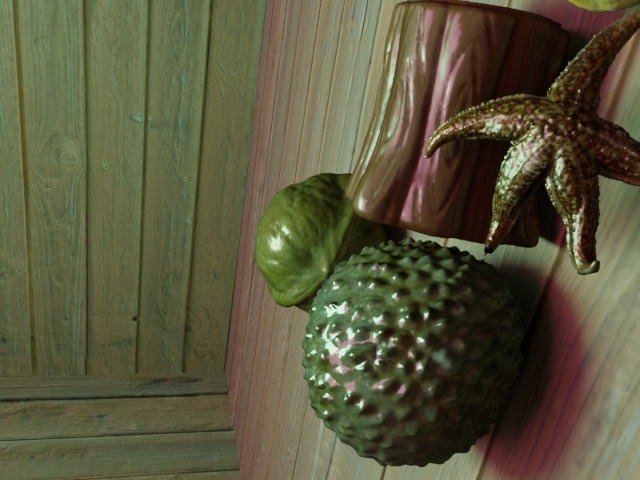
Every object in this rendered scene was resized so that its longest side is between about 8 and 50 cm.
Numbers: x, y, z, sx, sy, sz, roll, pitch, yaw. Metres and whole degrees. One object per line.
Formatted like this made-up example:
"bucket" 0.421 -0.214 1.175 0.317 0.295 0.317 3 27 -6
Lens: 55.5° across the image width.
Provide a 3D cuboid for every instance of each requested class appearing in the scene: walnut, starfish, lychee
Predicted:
"walnut" 0.000 0.000 1.063 0.283 0.227 0.283 -48 19 22
"starfish" 0.196 -0.086 0.496 0.213 0.057 0.238 26 106 24
"lychee" 0.104 0.122 0.693 0.274 0.255 0.256 -34 48 31

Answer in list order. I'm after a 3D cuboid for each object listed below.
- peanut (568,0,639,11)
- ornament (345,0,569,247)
"peanut" 0.233 -0.270 0.538 0.087 0.087 0.207 109 160 -44
"ornament" 0.146 -0.127 0.638 0.221 0.235 0.218 24 111 37
